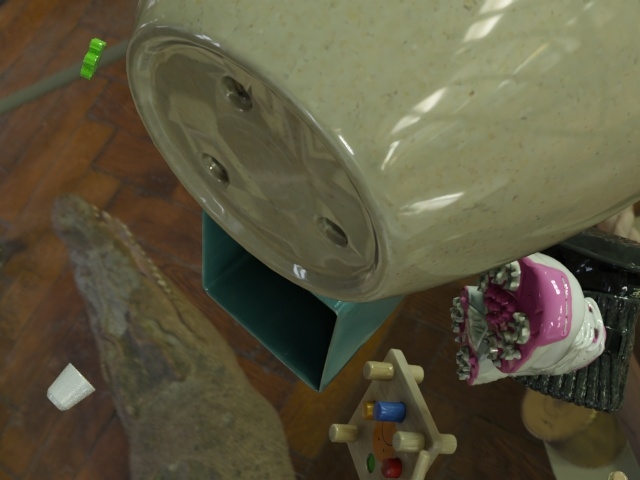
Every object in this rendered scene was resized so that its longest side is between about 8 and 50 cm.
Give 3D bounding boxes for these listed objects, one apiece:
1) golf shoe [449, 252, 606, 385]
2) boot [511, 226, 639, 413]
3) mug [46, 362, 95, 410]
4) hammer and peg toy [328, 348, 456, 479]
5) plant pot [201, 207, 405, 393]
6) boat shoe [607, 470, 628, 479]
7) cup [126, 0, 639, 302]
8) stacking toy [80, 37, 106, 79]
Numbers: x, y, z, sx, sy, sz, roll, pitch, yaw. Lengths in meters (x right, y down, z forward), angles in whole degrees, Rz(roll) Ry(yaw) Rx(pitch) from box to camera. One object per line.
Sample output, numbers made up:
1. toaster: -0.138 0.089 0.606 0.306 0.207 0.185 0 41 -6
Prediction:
1. golf shoe: 0.207 0.070 0.913 0.140 0.306 0.115 -1 80 -2
2. boot: 0.340 0.094 1.528 0.348 0.131 0.260 25 106 51
3. mug: -0.417 0.253 1.658 0.064 0.078 0.062 -44 49 -15
4. hammer and peg toy: 0.153 0.411 1.880 0.266 0.127 0.361 -65 29 30
5. plant pot: 0.026 -0.010 0.968 0.165 0.165 0.234 40 61 18
6. boat shoe: 0.526 0.454 1.709 0.050 0.045 0.135 11 46 -9
7. cup: 0.044 -0.107 0.509 0.331 0.331 0.237 27 61 33
8. stacking toy: -0.221 -0.301 1.415 0.167 0.052 0.221 25 96 -2
